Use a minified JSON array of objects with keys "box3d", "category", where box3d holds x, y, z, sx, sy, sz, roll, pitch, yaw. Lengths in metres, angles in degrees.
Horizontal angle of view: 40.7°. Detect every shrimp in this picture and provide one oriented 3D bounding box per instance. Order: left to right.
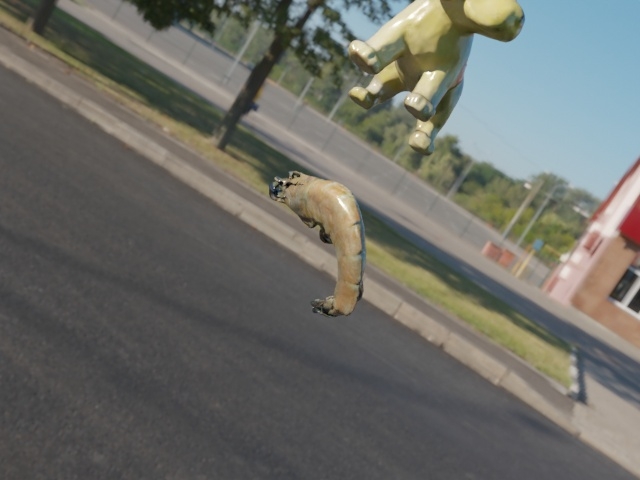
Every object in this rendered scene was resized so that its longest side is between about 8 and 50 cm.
[{"box3d":[0.000,0.000,0.925,0.046,0.152,0.219,-13,23,-22],"category":"shrimp"}]

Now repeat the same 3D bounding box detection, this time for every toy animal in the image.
[{"box3d":[0.119,-0.192,0.875,0.121,0.168,0.233,39,-19,9],"category":"toy animal"}]
